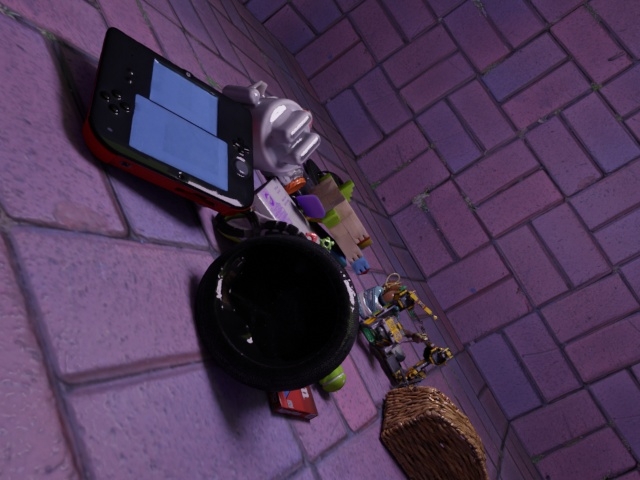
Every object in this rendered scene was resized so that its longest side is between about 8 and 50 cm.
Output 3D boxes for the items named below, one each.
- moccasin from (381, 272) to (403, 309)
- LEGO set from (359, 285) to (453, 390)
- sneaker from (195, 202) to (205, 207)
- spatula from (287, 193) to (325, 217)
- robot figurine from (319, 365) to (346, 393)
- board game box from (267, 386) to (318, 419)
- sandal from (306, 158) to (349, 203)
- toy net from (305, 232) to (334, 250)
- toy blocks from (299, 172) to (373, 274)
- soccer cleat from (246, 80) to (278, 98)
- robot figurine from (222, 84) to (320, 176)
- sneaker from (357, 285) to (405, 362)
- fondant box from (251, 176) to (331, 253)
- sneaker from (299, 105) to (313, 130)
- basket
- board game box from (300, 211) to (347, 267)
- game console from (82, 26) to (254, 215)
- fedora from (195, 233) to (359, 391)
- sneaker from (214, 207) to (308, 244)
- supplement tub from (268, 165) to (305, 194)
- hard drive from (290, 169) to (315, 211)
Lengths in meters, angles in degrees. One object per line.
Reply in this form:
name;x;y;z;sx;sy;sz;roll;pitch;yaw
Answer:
moccasin;0.290;0.221;2.099;0.147;0.139;0.380;59;16;11
LEGO set;0.283;0.322;1.671;0.192;0.255;0.331;158;-89;-79
sneaker;-0.271;-0.195;1.293;0.111;0.129;0.297;36;43;-36
spatula;-0.076;-0.120;1.614;0.296;0.030;0.084;23;-33;58
robot figurine;0.018;0.313;1.254;0.115;0.067;0.101;61;14;11
board game box;-0.090;0.246;1.139;0.145;0.027;0.281;38;25;-52
sandal;0.083;-0.186;2.319;0.446;0.107;0.167;59;16;8
toy net;-0.065;0.032;1.340;0.232;0.045;0.122;9;82;-24
toy blocks;0.082;-0.049;1.736;0.261;0.191;0.381;56;5;-23
soccer cleat;-0.194;-0.450;1.942;0.331;0.143;0.116;61;16;13
robot figurine;-0.172;-0.298;1.462;0.200;0.353;0.300;-49;136;-31
sneaker;0.230;0.290;1.823;0.283;0.122;0.110;60;17;9
fondant box;-0.091;-0.003;1.487;0.330;0.096;0.238;53;16;-11
sneaker;-0.083;-0.376;1.985;0.314;0.116;0.136;104;-20;-59
basket;0.332;0.550;1.460;0.299;0.213;0.223;56;17;-6
board game box;0.000;0.000;1.757;0.210;0.047;0.160;45;12;-12
game console;-0.303;-0.251;1.132;0.386;0.060;0.342;26;50;-39
fedora;-0.080;0.152;1.024;0.152;0.334;0.334;87;-16;-56
sneaker;-0.112;0.009;1.218;0.300;0.111;0.121;33;-12;33
supplement tub;-0.137;-0.257;1.793;0.190;0.117;0.117;59;16;6
hard drive;-0.058;-0.177;1.985;0.172;0.054;0.255;55;16;-7
